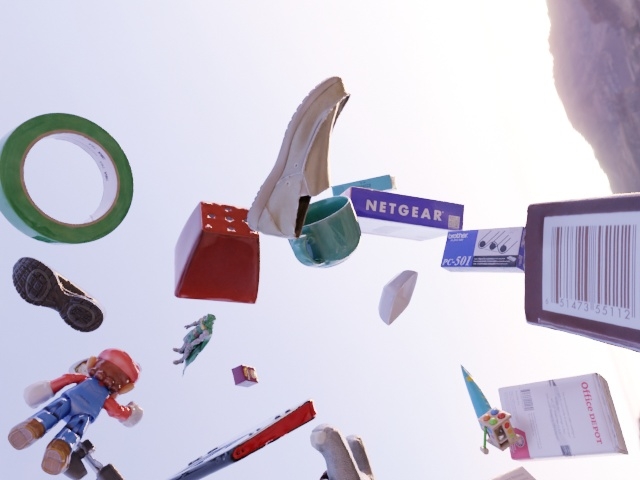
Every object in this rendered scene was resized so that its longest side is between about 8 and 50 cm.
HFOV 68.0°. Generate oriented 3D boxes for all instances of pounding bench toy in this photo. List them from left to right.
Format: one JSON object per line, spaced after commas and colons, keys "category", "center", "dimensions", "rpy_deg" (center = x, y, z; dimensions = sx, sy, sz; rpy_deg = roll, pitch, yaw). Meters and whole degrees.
{"category": "pounding bench toy", "center": [0.365, 0.404, 1.005], "dimensions": [0.083, 0.052, 0.065], "rpy_deg": [-28, -81, -16]}

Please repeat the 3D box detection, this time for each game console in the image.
{"category": "game console", "center": [-0.217, 0.530, 1.219], "dimensions": [0.341, 0.386, 0.060], "rpy_deg": [-2, -121, -54]}

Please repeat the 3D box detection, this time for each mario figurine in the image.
{"category": "mario figurine", "center": [-0.532, 0.378, 1.074], "dimensions": [0.320, 0.169, 0.198], "rpy_deg": [-55, -48, -68]}

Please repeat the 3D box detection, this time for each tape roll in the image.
{"category": "tape roll", "center": [-0.631, -0.150, 1.183], "dimensions": [0.321, 0.077, 0.322], "rpy_deg": [8, -101, -51]}

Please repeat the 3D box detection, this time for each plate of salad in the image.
{"category": "plate of salad", "center": [-0.633, 0.394, 1.399], "dimensions": [0.199, 0.199, 0.048], "rpy_deg": [32, -146, -43]}

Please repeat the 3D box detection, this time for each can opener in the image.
{"category": "can opener", "center": [-0.530, 0.589, 1.151], "dimensions": [0.280, 0.074, 0.093], "rpy_deg": [39, -136, 11]}

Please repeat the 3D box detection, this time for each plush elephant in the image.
{"category": "plush elephant", "center": [0.001, 0.575, 0.958], "dimensions": [0.330, 0.255, 0.272], "rpy_deg": [66, -174, 25]}

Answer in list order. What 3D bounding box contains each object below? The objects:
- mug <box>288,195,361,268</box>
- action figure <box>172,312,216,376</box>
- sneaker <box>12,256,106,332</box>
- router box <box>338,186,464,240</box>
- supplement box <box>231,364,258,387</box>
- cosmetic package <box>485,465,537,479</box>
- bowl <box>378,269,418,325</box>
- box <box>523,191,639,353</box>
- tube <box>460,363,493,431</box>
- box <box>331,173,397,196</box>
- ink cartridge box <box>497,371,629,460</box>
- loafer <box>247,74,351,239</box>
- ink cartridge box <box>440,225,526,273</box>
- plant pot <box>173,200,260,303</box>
{"category": "mug", "center": [-0.002, -0.003, 0.845], "dimensions": [0.157, 0.129, 0.098], "rpy_deg": [-33, -67, -27]}
{"category": "action figure", "center": [-0.385, 0.297, 1.462], "dimensions": [0.063, 0.232, 0.137], "rpy_deg": [20, -145, -36]}
{"category": "sneaker", "center": [-0.729, 0.153, 1.334], "dimensions": [0.286, 0.130, 0.109], "rpy_deg": [42, -97, -7]}
{"category": "router box", "center": [0.206, -0.070, 1.421], "dimensions": [0.335, 0.301, 0.082], "rpy_deg": [8, -97, -10]}
{"category": "supplement box", "center": [-0.234, 0.422, 1.477], "dimensions": [0.083, 0.043, 0.055], "rpy_deg": [43, -156, -60]}
{"category": "cosmetic package", "center": [0.250, 0.418, 0.583], "dimensions": [0.151, 0.183, 0.152], "rpy_deg": [-4, -67, -26]}
{"category": "bowl", "center": [0.213, 0.153, 1.335], "dimensions": [0.142, 0.053, 0.142], "rpy_deg": [-35, -36, -44]}
{"category": "box", "center": [0.422, 0.032, 0.474], "dimensions": [0.380, 0.191, 0.143], "rpy_deg": [0, -89, -15]}
{"category": "tube", "center": [0.452, 0.450, 1.361], "dimensions": [0.080, 0.052, 0.207], "rpy_deg": [51, -164, -24]}
{"category": "box", "center": [0.175, -0.208, 1.887], "dimensions": [0.100, 0.244, 0.060], "rpy_deg": [-7, -92, -68]}
{"category": "ink cartridge box", "center": [0.522, 0.389, 1.034], "dimensions": [0.092, 0.217, 0.159], "rpy_deg": [28, -130, -40]}
{"category": "loafer", "center": [-0.017, -0.115, 0.722], "dimensions": [0.092, 0.269, 0.102], "rpy_deg": [31, -158, 5]}
{"category": "ink cartridge box", "center": [0.382, 0.024, 1.105], "dimensions": [0.046, 0.207, 0.097], "rpy_deg": [24, -106, -32]}
{"category": "plant pot", "center": [-0.321, 0.024, 1.549], "dimensions": [0.267, 0.236, 0.267], "rpy_deg": [8, -147, -22]}
